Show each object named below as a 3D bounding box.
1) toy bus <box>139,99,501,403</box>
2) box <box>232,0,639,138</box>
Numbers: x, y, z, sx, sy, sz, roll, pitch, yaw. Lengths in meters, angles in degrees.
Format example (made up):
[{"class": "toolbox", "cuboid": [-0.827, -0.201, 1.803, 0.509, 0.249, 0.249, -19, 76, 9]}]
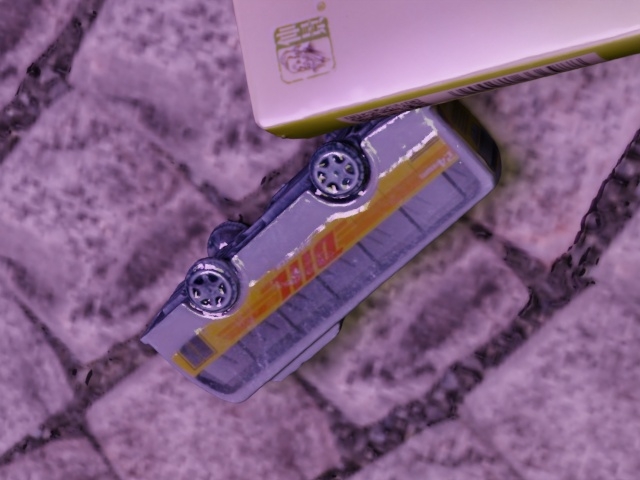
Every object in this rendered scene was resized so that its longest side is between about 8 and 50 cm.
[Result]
[{"class": "toy bus", "cuboid": [0.000, 0.000, 0.745, 0.075, 0.064, 0.190, 44, 111, -9]}, {"class": "box", "cuboid": [0.038, -0.188, 0.656, 0.175, 0.062, 0.260, -12, 85, 19]}]
